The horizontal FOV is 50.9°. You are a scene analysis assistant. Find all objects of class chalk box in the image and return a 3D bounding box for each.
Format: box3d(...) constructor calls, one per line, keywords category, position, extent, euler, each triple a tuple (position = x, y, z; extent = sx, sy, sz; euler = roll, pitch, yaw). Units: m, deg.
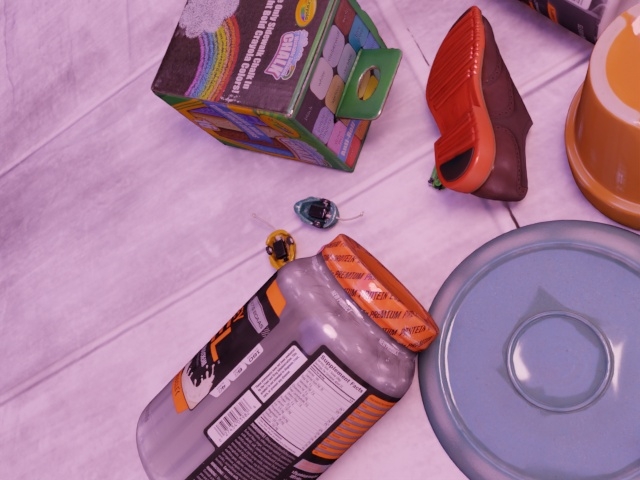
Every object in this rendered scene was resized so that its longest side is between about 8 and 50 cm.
box3d(category="chalk box", position=(-0.030, -0.209, 0.857), extent=(0.289, 0.179, 0.180), euler=(17, 83, 29))

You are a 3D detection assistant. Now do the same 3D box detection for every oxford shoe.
box3d(category="oxford shoe", position=(0.190, -0.160, 0.793), extent=(0.097, 0.098, 0.271), euler=(-39, 39, 52))

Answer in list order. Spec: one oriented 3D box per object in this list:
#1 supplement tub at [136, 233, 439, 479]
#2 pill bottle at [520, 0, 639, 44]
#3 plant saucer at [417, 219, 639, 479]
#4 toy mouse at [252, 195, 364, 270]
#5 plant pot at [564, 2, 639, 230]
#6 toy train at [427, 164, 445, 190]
box3d(category="supplement tub", position=(-0.033, 0.155, 0.740), extent=(0.316, 0.193, 0.193), euler=(-45, 61, 8))
box3d(category="pill bottle", position=(0.266, -0.332, 0.767), extent=(0.130, 0.130, 0.246), euler=(-48, 60, 7))
box3d(category="plant saucer", position=(0.246, 0.125, 0.694), extent=(0.317, 0.043, 0.318), euler=(-8, 71, 26))
box3d(category="toy mouse", position=(0.000, 0.000, 0.862), extent=(0.143, 0.031, 0.161), euler=(-31, 64, 17))
box3d(category="plant pot", position=(0.333, -0.128, 0.638), extent=(0.205, 0.188, 0.205), euler=(-8, 72, 25))
box3d(category="toy train", position=(0.153, -0.100, 0.822), extent=(0.023, 0.017, 0.083), euler=(18, 84, 40))
